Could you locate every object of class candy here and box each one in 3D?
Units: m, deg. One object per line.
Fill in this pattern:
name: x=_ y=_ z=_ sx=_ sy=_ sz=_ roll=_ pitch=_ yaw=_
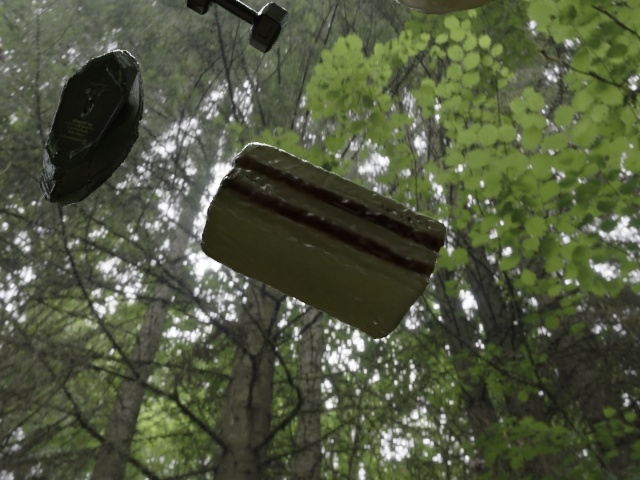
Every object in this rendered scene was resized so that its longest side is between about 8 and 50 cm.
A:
candy: x=0.000 y=0.000 z=1.113 sx=0.320 sy=0.135 sz=0.179 roll=25 pitch=-33 yaw=5

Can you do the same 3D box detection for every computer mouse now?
computer mouse: x=-0.255 y=-0.126 z=0.892 sx=0.105 sy=0.062 sz=0.192 roll=21 pitch=-94 yaw=31

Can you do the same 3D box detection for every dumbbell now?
dumbbell: x=-0.068 y=-0.187 z=0.630 sx=0.083 sy=0.040 sz=0.036 roll=30 pitch=-40 yaw=-8

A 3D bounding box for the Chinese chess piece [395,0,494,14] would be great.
Chinese chess piece: x=0.078 y=-0.178 z=0.420 sx=0.122 sy=0.122 sz=0.051 roll=-24 pitch=-42 yaw=15
